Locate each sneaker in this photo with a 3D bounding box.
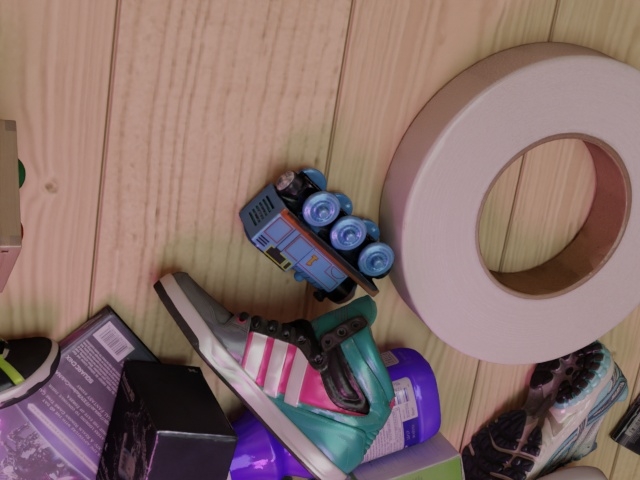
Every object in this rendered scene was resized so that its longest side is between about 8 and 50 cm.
[{"bbox_3d":[0.292,0.261,1.575,0.283,0.110,0.122,-49,124,3],"label":"sneaker"},{"bbox_3d":[-0.026,0.107,1.333,0.178,0.124,0.295,-43,94,-7],"label":"sneaker"},{"bbox_3d":[-0.382,0.124,1.247,0.235,0.084,0.097,-14,115,-17],"label":"sneaker"}]

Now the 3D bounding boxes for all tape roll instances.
[{"bbox_3d":[0.259,-0.038,1.451,0.392,0.072,0.392,-8,115,-19],"label":"tape roll"}]

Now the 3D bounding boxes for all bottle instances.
[{"bbox_3d":[-0.001,0.216,1.440,0.283,0.092,0.118,-17,118,-15],"label":"bottle"}]

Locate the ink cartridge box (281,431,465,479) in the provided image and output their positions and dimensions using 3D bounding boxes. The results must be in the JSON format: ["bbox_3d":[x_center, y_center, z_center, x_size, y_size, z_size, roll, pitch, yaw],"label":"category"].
[{"bbox_3d":[0.056,0.287,1.485,0.209,0.109,0.062,-16,116,-16],"label":"ink cartridge box"}]

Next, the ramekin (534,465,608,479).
[{"bbox_3d":[0.281,0.417,1.565,0.273,0.127,0.273,-23,146,-17],"label":"ramekin"}]

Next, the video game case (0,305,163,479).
[{"bbox_3d":[-0.283,0.224,1.366,0.274,0.026,0.196,-38,121,-2],"label":"video game case"}]

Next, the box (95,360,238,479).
[{"bbox_3d":[-0.168,0.234,1.314,0.093,0.156,0.158,9,108,-25],"label":"box"}]

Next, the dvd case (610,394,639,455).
[{"bbox_3d":[0.522,0.250,1.717,0.221,0.018,0.164,30,97,-29],"label":"dvd case"}]

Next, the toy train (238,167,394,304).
[{"bbox_3d":[0.000,0.000,1.358,0.105,0.080,0.184,-42,124,9],"label":"toy train"}]

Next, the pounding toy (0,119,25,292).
[{"bbox_3d":[-0.336,0.009,1.173,0.094,0.206,0.181,1,69,-23],"label":"pounding toy"}]
